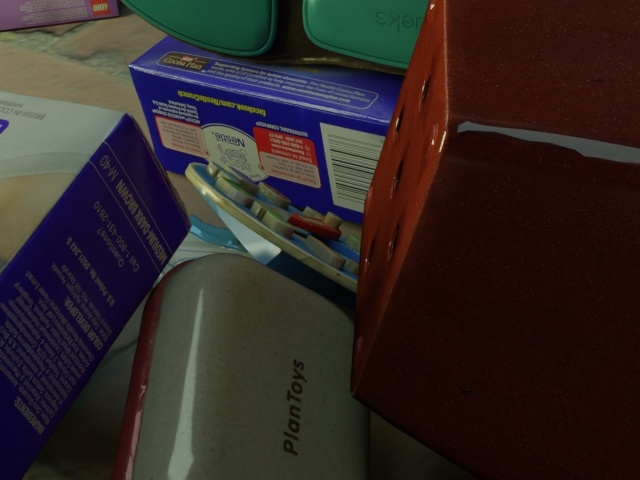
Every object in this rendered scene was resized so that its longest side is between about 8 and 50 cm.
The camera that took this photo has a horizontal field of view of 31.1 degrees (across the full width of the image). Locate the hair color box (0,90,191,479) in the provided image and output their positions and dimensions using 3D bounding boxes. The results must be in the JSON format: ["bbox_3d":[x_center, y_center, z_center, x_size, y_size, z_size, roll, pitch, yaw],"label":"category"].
[{"bbox_3d":[-0.239,0.068,0.604,0.185,0.110,0.339,13,57,29],"label":"hair color box"}]

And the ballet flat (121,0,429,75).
[{"bbox_3d":[-0.004,-0.198,0.902,0.342,0.116,0.124,13,24,25],"label":"ballet flat"}]

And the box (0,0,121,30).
[{"bbox_3d":[-0.373,-0.317,1.357,0.293,0.057,0.201,-6,38,3],"label":"box"}]

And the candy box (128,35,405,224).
[{"bbox_3d":[0.038,-0.163,1.023,0.268,0.122,0.317,17,46,30],"label":"candy box"}]

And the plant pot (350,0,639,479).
[{"bbox_3d":[0.152,-0.008,0.627,0.235,0.267,0.267,13,38,-4],"label":"plant pot"}]

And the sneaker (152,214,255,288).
[{"bbox_3d":[-0.103,0.026,0.854,0.190,0.071,0.083,14,49,27],"label":"sneaker"}]

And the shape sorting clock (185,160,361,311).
[{"bbox_3d":[0.000,0.000,0.785,0.040,0.206,0.206,-56,43,9],"label":"shape sorting clock"}]

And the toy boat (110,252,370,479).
[{"bbox_3d":[-0.064,0.132,0.666,0.151,0.151,0.231,-35,37,38],"label":"toy boat"}]
